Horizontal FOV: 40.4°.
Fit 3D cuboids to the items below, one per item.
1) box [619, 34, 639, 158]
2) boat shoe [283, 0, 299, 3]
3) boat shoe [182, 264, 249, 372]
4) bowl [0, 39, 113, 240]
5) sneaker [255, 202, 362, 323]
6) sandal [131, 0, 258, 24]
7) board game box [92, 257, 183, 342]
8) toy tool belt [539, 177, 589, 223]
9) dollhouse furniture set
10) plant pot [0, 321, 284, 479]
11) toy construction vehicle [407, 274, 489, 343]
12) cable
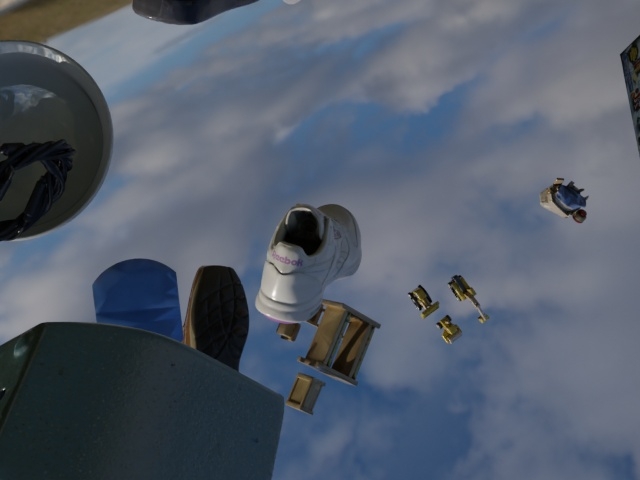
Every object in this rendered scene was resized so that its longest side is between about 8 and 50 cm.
[{"bbox_3d":[0.320,-0.136,0.792,0.027,0.136,0.094,4,157,-15],"label":"box"},{"bbox_3d":[-0.022,-0.421,1.427,0.100,0.035,0.035,-13,-124,46],"label":"boat shoe"},{"bbox_3d":[-0.209,0.206,1.539,0.123,0.323,0.120,12,164,-42],"label":"boat shoe"},{"bbox_3d":[-0.450,-0.139,1.315,0.298,0.297,0.134,-29,175,-6],"label":"bowl"},{"bbox_3d":[0.000,0.000,1.304,0.114,0.152,0.305,15,-151,11],"label":"sneaker"},{"bbox_3d":[-0.116,-0.281,0.920,0.097,0.054,0.254,13,-153,4],"label":"sandal"},{"bbox_3d":[-0.293,0.111,1.402,0.133,0.168,0.033,-7,-173,-8],"label":"board game box"},{"bbox_3d":[0.367,-0.060,1.275,0.051,0.083,0.052,-53,-161,40],"label":"toy tool belt"},{"bbox_3d":[-0.009,0.197,1.452,0.161,0.101,0.181,7,-110,53],"label":"dollhouse furniture set"},{"bbox_3d":[-0.220,0.214,0.792,0.247,0.252,0.247,-27,-144,32],"label":"plant pot"},{"bbox_3d":[0.190,0.095,1.276,0.086,0.098,0.035,-33,178,-10],"label":"toy construction vehicle"},{"bbox_3d":[-0.401,-0.067,1.154,0.151,0.047,0.184,-32,161,-49],"label":"cable"}]
